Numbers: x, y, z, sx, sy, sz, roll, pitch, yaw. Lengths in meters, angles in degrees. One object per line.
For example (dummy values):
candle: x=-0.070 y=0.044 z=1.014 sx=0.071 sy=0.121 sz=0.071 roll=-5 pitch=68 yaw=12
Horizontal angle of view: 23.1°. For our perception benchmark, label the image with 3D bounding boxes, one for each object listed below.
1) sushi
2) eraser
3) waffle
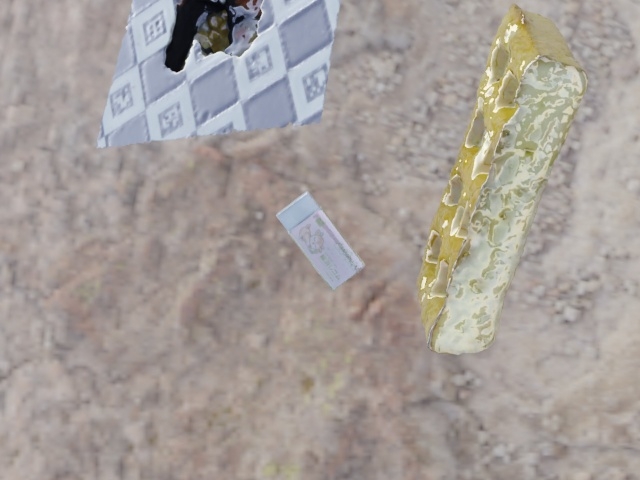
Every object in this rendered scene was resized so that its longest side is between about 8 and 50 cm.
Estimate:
sushi: x=-0.074 y=-0.225 z=1.559 sx=0.294 sy=0.059 sz=0.292 roll=1 pitch=74 yaw=39
eraser: x=0.000 y=0.000 z=1.369 sx=0.038 sy=0.019 sz=0.083 roll=-37 pitch=99 yaw=5
waffle: x=0.147 y=-0.052 z=1.315 sx=0.057 sy=0.168 sz=0.274 roll=15 pitch=110 yaw=-6
